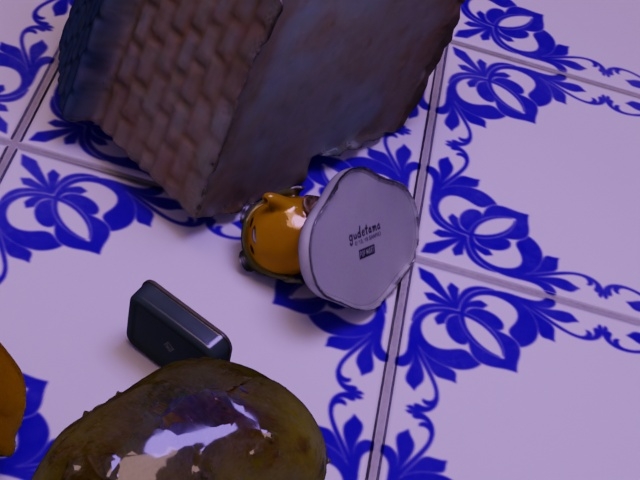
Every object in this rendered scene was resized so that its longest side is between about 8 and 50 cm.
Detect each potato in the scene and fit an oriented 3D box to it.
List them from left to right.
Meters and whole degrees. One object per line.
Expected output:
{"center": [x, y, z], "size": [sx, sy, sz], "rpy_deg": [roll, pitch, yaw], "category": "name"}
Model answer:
{"center": [-0.139, 0.216, 1.425], "size": [0.307, 0.173, 0.210], "rpy_deg": [-21, 56, -40], "category": "potato"}

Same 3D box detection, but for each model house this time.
{"center": [-0.095, -0.322, 1.884], "size": [0.400, 0.395, 0.445], "rpy_deg": [37, 36, 24], "category": "model house"}

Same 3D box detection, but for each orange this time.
{"center": [-0.360, 0.144, 1.483], "size": [0.170, 0.112, 0.160], "rpy_deg": [29, 41, 31], "category": "orange"}

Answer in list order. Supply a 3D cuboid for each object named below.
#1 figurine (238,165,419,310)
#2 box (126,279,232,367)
{"center": [0.000, 0.000, 1.790], "size": [0.141, 0.167, 0.250], "rpy_deg": [-2, 0, 33], "category": "figurine"}
{"center": [-0.152, 0.106, 1.607], "size": [0.126, 0.091, 0.031], "rpy_deg": [36, 51, 18], "category": "box"}
